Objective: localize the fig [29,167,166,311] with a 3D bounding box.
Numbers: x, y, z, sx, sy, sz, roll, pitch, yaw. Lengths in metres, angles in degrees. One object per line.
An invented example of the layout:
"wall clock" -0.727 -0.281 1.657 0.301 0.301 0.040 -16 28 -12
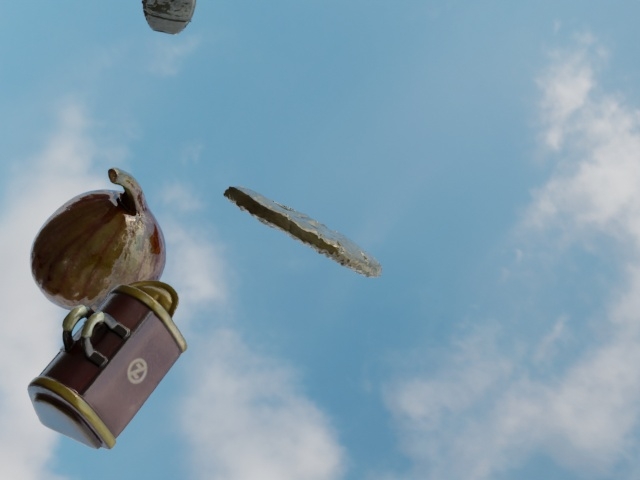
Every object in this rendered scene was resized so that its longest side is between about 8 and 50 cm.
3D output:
"fig" -0.271 -0.007 0.970 0.175 0.175 0.207 46 -73 33

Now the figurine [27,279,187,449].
"figurine" -0.183 0.087 0.637 0.082 0.098 0.154 13 -131 25

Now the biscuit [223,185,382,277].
"biscuit" 0.001 -0.002 1.086 0.038 0.289 0.141 -60 -146 5

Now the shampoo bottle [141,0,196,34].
"shampoo bottle" -0.162 -0.328 0.817 0.086 0.055 0.227 112 -21 -46
